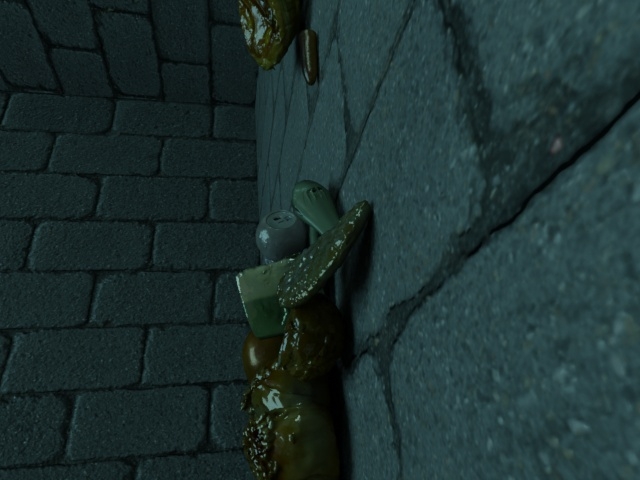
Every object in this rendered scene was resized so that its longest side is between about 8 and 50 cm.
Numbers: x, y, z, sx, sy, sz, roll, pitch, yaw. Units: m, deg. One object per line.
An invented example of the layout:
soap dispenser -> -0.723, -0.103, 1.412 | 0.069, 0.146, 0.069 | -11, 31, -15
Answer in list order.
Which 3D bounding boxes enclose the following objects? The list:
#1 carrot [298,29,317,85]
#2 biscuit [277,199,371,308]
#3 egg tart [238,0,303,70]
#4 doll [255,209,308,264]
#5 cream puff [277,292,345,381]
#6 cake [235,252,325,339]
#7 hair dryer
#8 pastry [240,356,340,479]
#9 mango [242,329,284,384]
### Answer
carrot -> -0.030, -0.447, 1.148 | 0.048, 0.048, 0.140 | 141, 127, -75
biscuit -> -0.011, 0.050, 0.792 | 0.289, 0.038, 0.141 | -41, 21, 50
egg tart -> -0.152, -0.679, 1.359 | 0.351, 0.152, 0.340 | -135, 31, -57
doll -> -0.111, 0.053, 1.314 | 0.151, 0.150, 0.288 | -103, 14, -48
cream puff -> -0.011, 0.179, 0.862 | 0.150, 0.115, 0.166 | -66, -12, -84
cake -> -0.095, 0.131, 1.074 | 0.283, 0.172, 0.158 | 142, 114, -78
hair dryer -> 0.006, -0.007, 0.941 | 0.219, 0.088, 0.225 | -145, 43, -71
pastry -> -0.068, 0.388, 0.941 | 0.285, 0.184, 0.316 | 97, 167, -58
mango -> -0.112, 0.343, 1.248 | 0.211, 0.172, 0.318 | -112, 12, -47
